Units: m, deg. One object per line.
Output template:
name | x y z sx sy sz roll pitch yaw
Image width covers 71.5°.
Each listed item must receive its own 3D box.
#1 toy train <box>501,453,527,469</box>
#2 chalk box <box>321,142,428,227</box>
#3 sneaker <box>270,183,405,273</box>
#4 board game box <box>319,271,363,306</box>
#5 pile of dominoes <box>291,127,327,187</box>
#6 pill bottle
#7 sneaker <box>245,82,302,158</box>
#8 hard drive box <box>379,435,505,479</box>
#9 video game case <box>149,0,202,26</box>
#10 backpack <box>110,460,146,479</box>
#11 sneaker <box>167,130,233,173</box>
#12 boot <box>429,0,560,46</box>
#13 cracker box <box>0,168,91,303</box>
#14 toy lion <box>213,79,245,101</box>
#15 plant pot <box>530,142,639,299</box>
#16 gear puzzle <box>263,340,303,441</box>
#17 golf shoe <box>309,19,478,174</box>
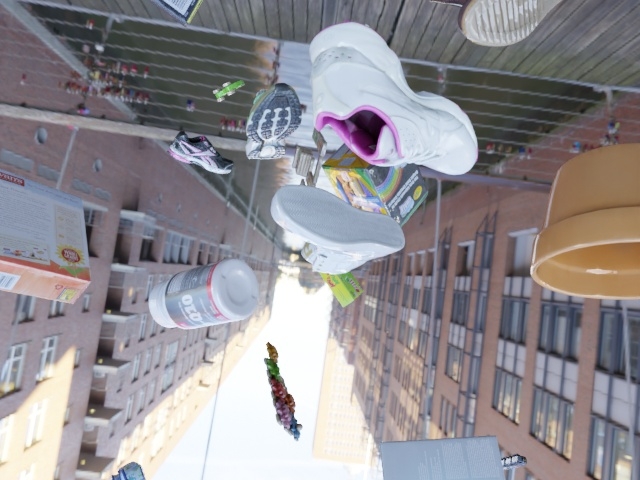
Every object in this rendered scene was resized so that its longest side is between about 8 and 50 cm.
toy train | 0.519 0.598 1.199 0.036 0.027 0.158 10 150 8
chalk box | 0.171 -0.149 1.269 0.179 0.180 0.289 17 146 47
sneaker | 0.000 0.000 0.813 0.292 0.108 0.169 17 145 -38
board game box | 0.043 0.093 1.271 0.043 0.181 0.092 -37 174 24
pile of dominoes | -0.040 -0.159 1.039 0.040 0.196 0.251 12 -160 -10
pill bottle | -0.320 0.152 1.198 0.283 0.162 0.161 -16 163 32
sneaker | -0.169 -0.384 1.334 0.157 0.182 0.410 -10 172 -19
hard drive box | 0.252 0.469 0.943 0.231 0.089 0.181 -8 154 11
video game case | -0.324 -0.617 0.873 0.274 0.249 0.035 30 -176 -25
backpack | -0.527 0.675 1.228 0.084 0.105 0.114 -17 165 -37
sneaker | -0.302 -0.231 1.163 0.178 0.077 0.072 12 -158 -43
boot | 0.242 -0.368 0.686 0.248 0.090 0.206 -32 -142 -22
cracker box | -0.499 -0.010 0.773 0.155 0.067 0.232 26 -154 -46
toy lion | -0.254 -0.438 1.277 0.096 0.034 0.100 -40 -158 -33
plant pot | 0.529 -0.034 0.787 0.290 0.204 0.291 8 159 3
gear puzzle | -0.123 0.471 1.454 0.044 0.339 0.176 -26 131 2
golf shoe | 0.100 -0.142 0.589 0.306 0.140 0.115 24 153 -32
